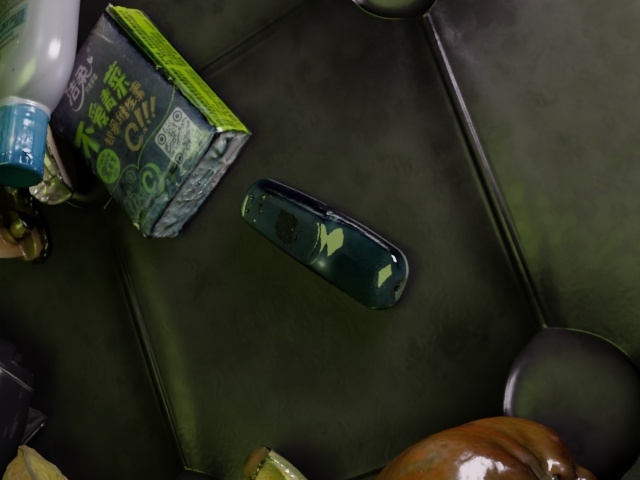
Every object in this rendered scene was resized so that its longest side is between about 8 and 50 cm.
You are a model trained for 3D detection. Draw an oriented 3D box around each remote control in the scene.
[{"bbox_3d":[0.000,0.000,1.222,0.222,0.042,0.072,32,111,30],"label":"remote control"}]

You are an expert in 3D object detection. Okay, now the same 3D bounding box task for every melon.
[{"bbox_3d":[-0.046,0.305,1.249,0.128,0.079,0.160,31,108,11],"label":"melon"}]

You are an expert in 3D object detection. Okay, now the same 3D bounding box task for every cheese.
[{"bbox_3d":[-0.345,-0.129,1.428,0.047,0.092,0.171,-16,80,7],"label":"cheese"}]

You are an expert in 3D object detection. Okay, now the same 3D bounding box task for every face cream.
[{"bbox_3d":[-0.345,-0.223,1.364,0.163,0.080,0.337,-29,53,44],"label":"face cream"}]

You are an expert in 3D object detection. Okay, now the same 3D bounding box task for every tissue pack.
[{"bbox_3d":[-0.207,-0.139,1.344,0.235,0.073,0.173,48,116,24],"label":"tissue pack"}]

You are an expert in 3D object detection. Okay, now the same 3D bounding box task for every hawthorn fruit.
[{"bbox_3d":[0.135,0.310,1.018,0.268,0.267,0.301,52,121,22],"label":"hawthorn fruit"}]

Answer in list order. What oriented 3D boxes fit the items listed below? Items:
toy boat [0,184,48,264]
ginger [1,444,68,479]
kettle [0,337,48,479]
[{"bbox_3d":[-0.460,-0.180,1.482,0.162,0.136,0.446,-25,76,33],"label":"toy boat"},{"bbox_3d":[-0.324,0.424,1.403,0.189,0.126,0.354,-12,77,1],"label":"ginger"},{"bbox_3d":[-0.506,0.230,1.445,0.268,0.207,0.290,37,78,-12],"label":"kettle"}]
